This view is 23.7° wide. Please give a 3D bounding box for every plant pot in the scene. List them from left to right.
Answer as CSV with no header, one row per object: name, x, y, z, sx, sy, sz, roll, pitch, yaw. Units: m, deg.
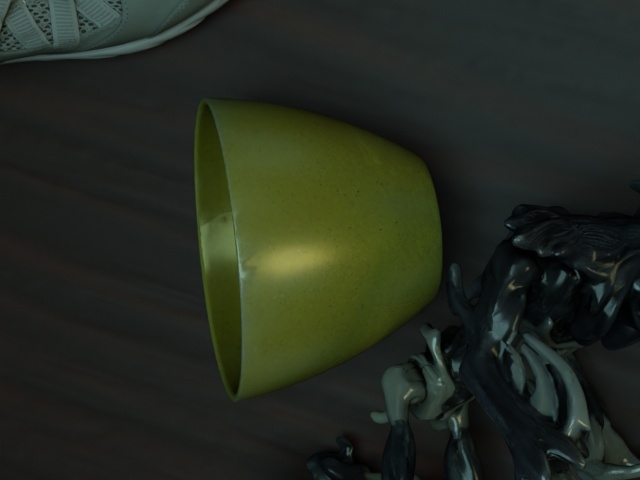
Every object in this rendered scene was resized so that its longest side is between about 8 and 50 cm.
plant pot,0.000,0.000,0.681,0.095,0.134,0.134,-5,96,-11

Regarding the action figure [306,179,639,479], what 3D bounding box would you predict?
action figure,0.087,0.079,0.645,0.276,0.164,0.141,-44,67,25

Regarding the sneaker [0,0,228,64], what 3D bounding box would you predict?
sneaker,-0.147,-0.124,0.700,0.281,0.115,0.105,-19,92,17
